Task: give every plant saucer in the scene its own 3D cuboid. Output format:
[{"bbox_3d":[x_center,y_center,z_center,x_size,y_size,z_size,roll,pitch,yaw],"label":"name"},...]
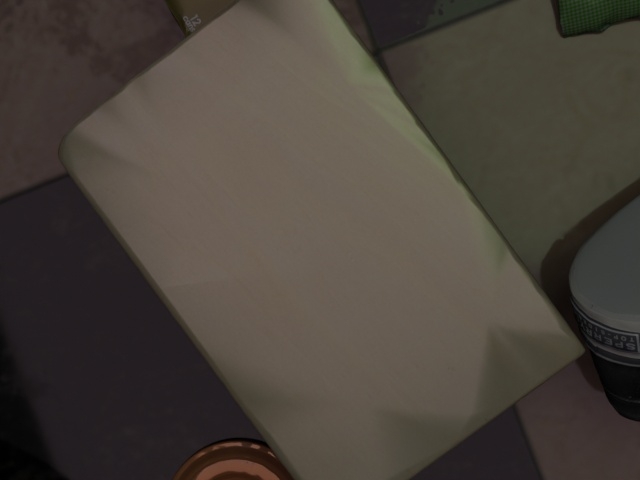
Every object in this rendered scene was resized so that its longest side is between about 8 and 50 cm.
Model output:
[{"bbox_3d":[-0.045,0.152,0.878,0.083,0.013,0.083,0,91,4],"label":"plant saucer"}]

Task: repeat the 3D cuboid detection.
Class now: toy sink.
[{"bbox_3d":[0.000,0.000,0.816,0.153,0.131,0.234,-37,93,3],"label":"toy sink"}]

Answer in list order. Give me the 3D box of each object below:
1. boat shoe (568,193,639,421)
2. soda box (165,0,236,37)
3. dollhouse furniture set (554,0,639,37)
[{"bbox_3d":[0.260,-0.013,0.813,0.301,0.108,0.102,-36,133,-15],"label":"boat shoe"},{"bbox_3d":[-0.088,-0.192,0.854,0.058,0.061,0.181,-32,88,3],"label":"soda box"},{"bbox_3d":[0.148,-0.184,0.830,0.076,0.058,0.152,-15,97,4],"label":"dollhouse furniture set"}]
